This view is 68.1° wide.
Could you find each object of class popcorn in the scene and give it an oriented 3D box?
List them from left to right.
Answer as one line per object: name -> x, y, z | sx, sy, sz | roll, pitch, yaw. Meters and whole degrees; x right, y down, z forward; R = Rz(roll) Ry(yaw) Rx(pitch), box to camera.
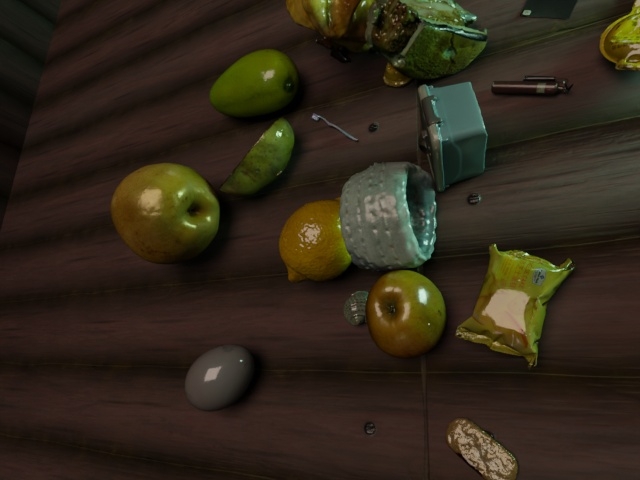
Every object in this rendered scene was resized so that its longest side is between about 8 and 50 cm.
popcorn -> 0.057, -0.634, 1.256 | 0.281, 0.297, 0.316 | -68, 21, 12

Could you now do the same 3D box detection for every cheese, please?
cheese -> 0.661, -0.436, 0.953 | 0.156, 0.064, 0.250 | 18, 74, 34

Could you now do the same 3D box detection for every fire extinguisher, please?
fire extinguisher -> 0.475, -0.347, 1.059 | 0.173, 0.035, 0.049 | 15, 44, 35

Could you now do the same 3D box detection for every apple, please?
apple -> 0.174, 0.152, 0.992 | 0.182, 0.155, 0.183 | -10, 69, 26

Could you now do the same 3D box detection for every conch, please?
conch -> 0.090, 0.154, 1.108 | 0.076, 0.056, 0.085 | -14, 66, 13

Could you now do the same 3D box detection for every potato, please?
potato -> -0.161, -0.219, 1.355 | 0.111, 0.160, 0.272 | 40, 101, -8

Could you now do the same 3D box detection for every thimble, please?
thimble -> 0.155, -0.058, 1.046 | 0.171, 0.205, 0.250 | -8, 71, 31

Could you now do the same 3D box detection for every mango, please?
mango -> -0.213, -0.474, 1.452 | 0.343, 0.156, 0.192 | -2, 71, 33

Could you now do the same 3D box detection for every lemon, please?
lemon -> 0.000, 0.000, 1.134 | 0.187, 0.187, 0.244 | 39, 92, 35

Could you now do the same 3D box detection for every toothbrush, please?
toothbrush -> 0.038, -0.317, 1.327 | 0.193, 0.013, 0.019 | 38, 101, 35

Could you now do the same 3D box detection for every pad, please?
pad -> 0.562, -0.606, 1.110 | 0.116, 0.004, 0.193 | 25, 87, 35

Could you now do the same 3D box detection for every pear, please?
pear -> -0.448, -0.077, 1.377 | 0.314, 0.314, 0.314 | -11, 68, 29

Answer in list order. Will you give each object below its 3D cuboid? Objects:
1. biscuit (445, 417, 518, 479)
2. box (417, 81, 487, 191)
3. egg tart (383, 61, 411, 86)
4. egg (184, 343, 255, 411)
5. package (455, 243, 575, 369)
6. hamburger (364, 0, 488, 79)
biscuit -> 0.305, 0.403, 0.907 | 0.147, 0.018, 0.071 | 35, 91, 37
box -> 0.277, -0.223, 1.027 | 0.130, 0.227, 0.162 | -12, 66, 10
egg tart -> 0.209, -0.458, 1.256 | 0.105, 0.039, 0.105 | -13, 66, 30
egg -> -0.253, 0.344, 1.195 | 0.198, 0.146, 0.146 | -36, 58, 9
package -> 0.374, 0.119, 0.919 | 0.168, 0.090, 0.226 | 17, 80, 33
hamburger -> 0.239, -0.496, 1.148 | 0.192, 0.288, 0.168 | -42, 53, 53
